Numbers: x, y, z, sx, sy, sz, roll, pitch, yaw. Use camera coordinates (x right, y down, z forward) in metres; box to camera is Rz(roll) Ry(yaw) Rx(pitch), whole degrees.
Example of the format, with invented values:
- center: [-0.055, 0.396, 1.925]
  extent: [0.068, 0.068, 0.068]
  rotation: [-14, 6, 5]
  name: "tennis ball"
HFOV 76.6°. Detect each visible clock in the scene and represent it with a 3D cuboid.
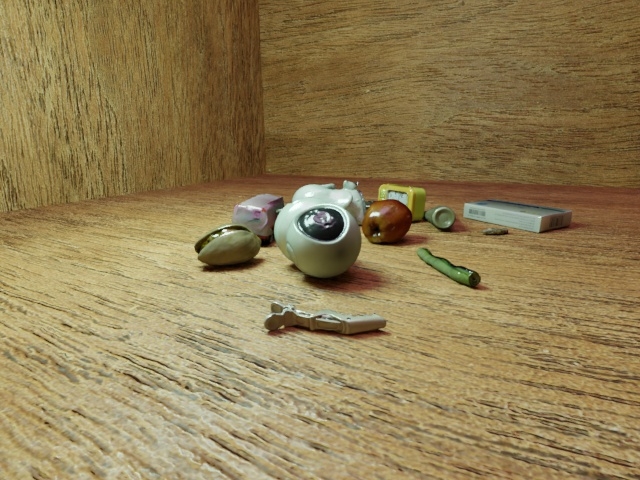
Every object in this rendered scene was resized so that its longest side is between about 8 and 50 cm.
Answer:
- center: [0.333, -0.158, 1.690]
  extent: [0.096, 0.143, 0.202]
  rotation: [-2, 12, -34]
  name: "clock"

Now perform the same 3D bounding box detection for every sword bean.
- center: [0.317, 0.062, 1.049]
  extent: [0.043, 0.038, 0.269]
  rotation: [-10, 15, -11]
  name: "sword bean"

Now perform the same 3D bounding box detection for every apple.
- center: [0.217, -0.064, 1.343]
  extent: [0.156, 0.146, 0.158]
  rotation: [27, 25, 18]
  name: "apple"

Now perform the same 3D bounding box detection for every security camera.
- center: [0.000, 0.000, 1.028]
  extent: [0.195, 0.194, 0.236]
  rotation: [-6, 21, -21]
  name: "security camera"

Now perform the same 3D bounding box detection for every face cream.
- center: [0.472, -0.102, 1.617]
  extent: [0.138, 0.084, 0.341]
  rotation: [-8, 6, 11]
  name: "face cream"

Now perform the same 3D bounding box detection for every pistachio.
- center: [-0.252, 0.015, 1.123]
  extent: [0.185, 0.124, 0.124]
  rotation: [-13, 18, -19]
  name: "pistachio"

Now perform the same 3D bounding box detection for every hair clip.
- center: [0.004, 0.148, 0.738]
  extent: [0.226, 0.034, 0.072]
  rotation: [5, 19, 14]
  name: "hair clip"

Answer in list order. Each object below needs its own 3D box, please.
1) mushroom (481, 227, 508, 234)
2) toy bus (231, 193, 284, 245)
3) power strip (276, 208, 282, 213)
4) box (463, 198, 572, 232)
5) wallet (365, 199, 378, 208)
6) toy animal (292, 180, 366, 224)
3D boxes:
- center: [0.617, -0.033, 1.433]
  extent: [0.101, 0.019, 0.049]
  rotation: [-3, 14, -12]
  name: "mushroom"
- center: [-0.206, -0.078, 1.422]
  extent: [0.128, 0.147, 0.302]
  rotation: [7, 16, 7]
  name: "toy bus"
- center: [-0.048, -0.054, 1.439]
  extent: [0.199, 0.064, 0.213]
  rotation: [15, 2, 7]
  name: "power strip"
- center: [0.771, -0.105, 1.613]
  extent: [0.200, 0.065, 0.343]
  rotation: [-10, 17, -29]
  name: "box"
- center: [0.251, -0.175, 1.982]
  extent: [0.233, 0.031, 0.122]
  rotation: [3, 17, 18]
  name: "wallet"
- center: [0.042, -0.150, 1.613]
  extent: [0.289, 0.173, 0.249]
  rotation: [-12, 17, -41]
  name: "toy animal"
